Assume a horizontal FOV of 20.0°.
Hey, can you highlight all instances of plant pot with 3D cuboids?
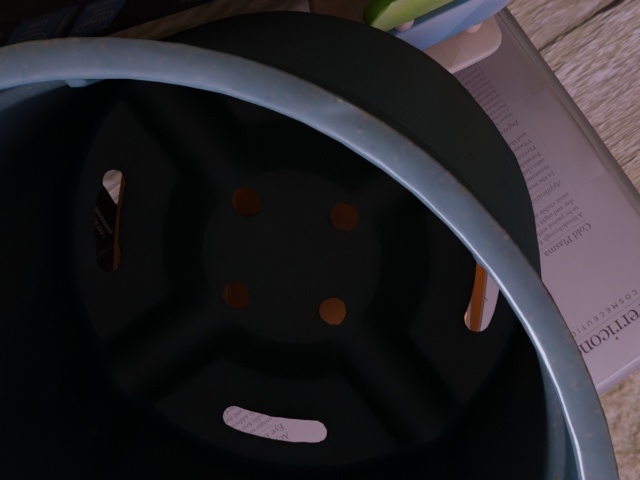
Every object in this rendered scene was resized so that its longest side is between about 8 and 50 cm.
[{"bbox_3d":[0.000,0.000,1.043,0.188,0.205,0.205,6,170,10],"label":"plant pot"},{"bbox_3d":[-0.041,0.053,0.783,0.341,0.341,0.334,-37,-173,17],"label":"plant pot"}]

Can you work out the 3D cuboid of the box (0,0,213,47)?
[{"bbox_3d":[-0.074,-0.182,0.640,0.395,0.097,0.318,-23,167,-36],"label":"box"}]

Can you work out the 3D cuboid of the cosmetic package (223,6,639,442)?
[{"bbox_3d":[0.029,0.037,1.217,0.377,0.284,0.097,-36,166,13],"label":"cosmetic package"}]

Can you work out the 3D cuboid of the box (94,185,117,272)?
[{"bbox_3d":[-0.188,0.022,1.081,0.158,0.093,0.156,-32,166,-7],"label":"box"}]

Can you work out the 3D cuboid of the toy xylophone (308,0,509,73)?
[{"bbox_3d":[0.108,-0.204,0.994,0.236,0.081,0.323,-29,166,-17],"label":"toy xylophone"}]
